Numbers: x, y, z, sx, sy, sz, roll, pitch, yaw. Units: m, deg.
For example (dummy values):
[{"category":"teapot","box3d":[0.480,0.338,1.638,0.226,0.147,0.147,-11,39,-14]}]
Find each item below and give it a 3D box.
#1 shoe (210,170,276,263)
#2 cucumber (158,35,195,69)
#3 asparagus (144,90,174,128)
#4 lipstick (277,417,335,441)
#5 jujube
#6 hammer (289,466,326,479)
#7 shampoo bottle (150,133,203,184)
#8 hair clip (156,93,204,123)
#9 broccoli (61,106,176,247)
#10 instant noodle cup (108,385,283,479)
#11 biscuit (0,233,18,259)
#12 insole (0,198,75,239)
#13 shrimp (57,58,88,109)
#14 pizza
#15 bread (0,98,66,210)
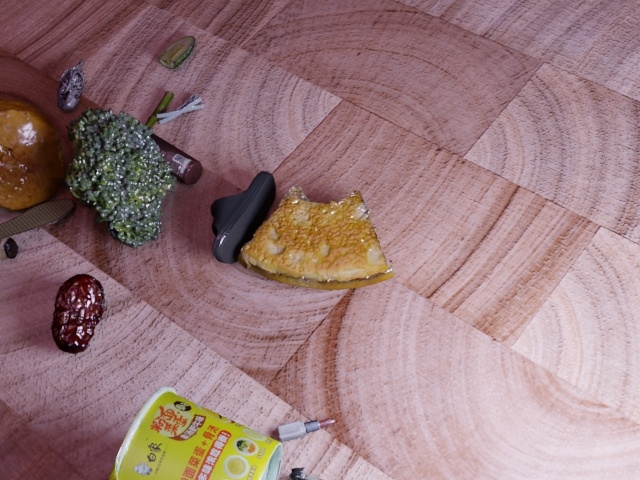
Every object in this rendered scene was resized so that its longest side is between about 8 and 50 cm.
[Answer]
[{"category":"shoe","box3d":[-0.182,-0.053,1.908,0.093,0.108,0.241,15,53,21]},{"category":"cucumber","box3d":[-0.351,-0.472,2.264,0.067,0.035,0.107,17,55,33]},{"category":"asparagus","box3d":[-0.419,-0.263,2.142,0.025,0.024,0.248,-17,39,55]},{"category":"lipstick","box3d":[-0.024,0.343,1.654,0.107,0.025,0.025,-13,55,-4]},{"category":"jujube","box3d":[-0.501,0.148,1.833,0.104,0.104,0.165,4,59,13]},{"category":"hammer","box3d":[0.032,0.430,1.571,0.182,0.062,0.017,14,60,12]},{"category":"shampoo bottle","box3d":[-0.379,-0.198,2.057,0.236,0.067,0.068,28,48,22]},{"category":"hair clip","box3d":[-0.339,-0.316,2.161,0.115,0.030,0.039,-26,36,-10]},{"category":"broccoli","box3d":[-0.451,-0.135,1.967,0.246,0.248,0.288,-5,73,59]},{"category":"instant noodle cup","box3d":[-0.203,0.415,1.489,0.222,0.311,0.311,15,60,9]},{"category":"biscuit","box3d":[-0.776,0.002,2.007,0.219,0.061,0.055,7,51,16]},{"category":"insole","box3d":[-0.665,-0.039,2.003,0.253,0.005,0.086,-26,43,-26]},{"category":"shrimp","box3d":[-0.619,-0.395,2.251,0.065,0.056,0.165,1,65,30]},{"category":"pizza","box3d":[0.000,0.000,1.845,0.324,0.089,0.223,5,63,12]},{"category":"bread","box3d":[-0.707,-0.200,2.022,0.268,0.268,0.145,-23,40,-5]}]
